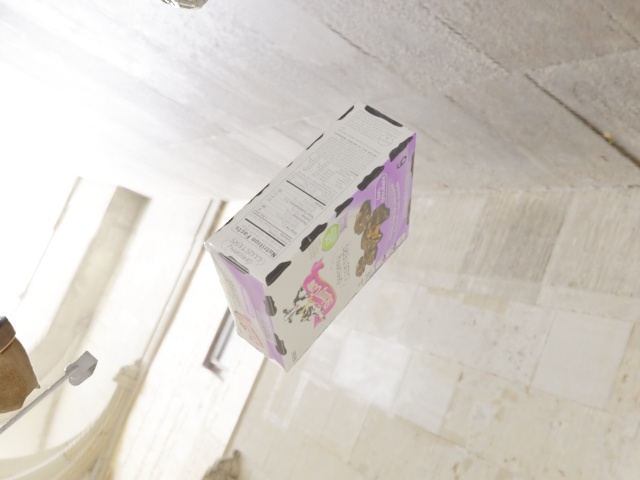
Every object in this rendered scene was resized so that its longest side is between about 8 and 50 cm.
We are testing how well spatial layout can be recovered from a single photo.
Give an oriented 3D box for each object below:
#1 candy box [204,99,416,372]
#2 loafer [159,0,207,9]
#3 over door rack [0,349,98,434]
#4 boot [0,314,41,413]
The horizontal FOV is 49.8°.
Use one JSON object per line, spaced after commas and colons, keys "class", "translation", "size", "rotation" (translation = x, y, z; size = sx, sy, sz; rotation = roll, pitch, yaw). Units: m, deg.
{"class": "candy box", "translation": [0.000, 0.000, 0.628], "size": [0.070, 0.196, 0.165], "rotation": [34, 155, 23]}
{"class": "loafer", "translation": [-0.235, -0.369, 0.736], "size": [0.319, 0.111, 0.112], "rotation": [38, 173, 2]}
{"class": "over door rack", "translation": [-0.427, 0.129, 0.765], "size": [0.239, 0.108, 0.324], "rotation": [43, -150, 2]}
{"class": "boot", "translation": [-0.492, 0.183, 0.889], "size": [0.305, 0.112, 0.115], "rotation": [-11, 118, 27]}
